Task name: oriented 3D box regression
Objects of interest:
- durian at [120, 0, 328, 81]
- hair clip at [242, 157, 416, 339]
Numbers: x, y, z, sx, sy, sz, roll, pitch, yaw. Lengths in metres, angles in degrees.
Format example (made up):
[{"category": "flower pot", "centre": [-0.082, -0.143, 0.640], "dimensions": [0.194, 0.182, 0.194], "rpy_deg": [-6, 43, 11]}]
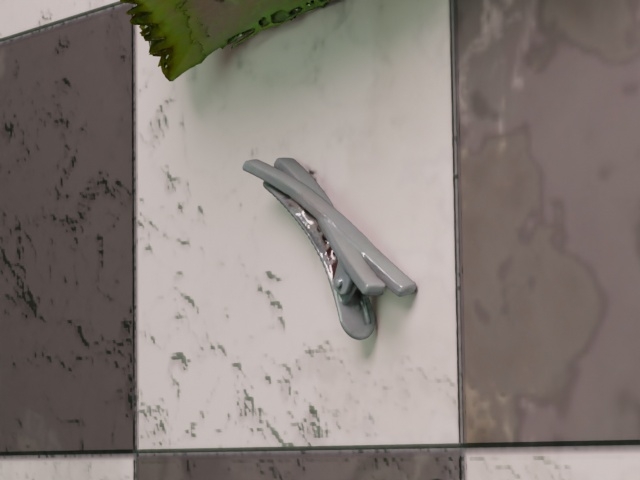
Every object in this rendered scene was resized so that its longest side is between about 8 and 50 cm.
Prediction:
[{"category": "durian", "centre": [0.004, -0.195, 0.887], "dimensions": [0.352, 0.169, 0.158], "rpy_deg": [-21, 44, 45]}, {"category": "hair clip", "centre": [-0.001, 0.000, 0.942], "dimensions": [0.115, 0.030, 0.039], "rpy_deg": [53, 126, 38]}]
